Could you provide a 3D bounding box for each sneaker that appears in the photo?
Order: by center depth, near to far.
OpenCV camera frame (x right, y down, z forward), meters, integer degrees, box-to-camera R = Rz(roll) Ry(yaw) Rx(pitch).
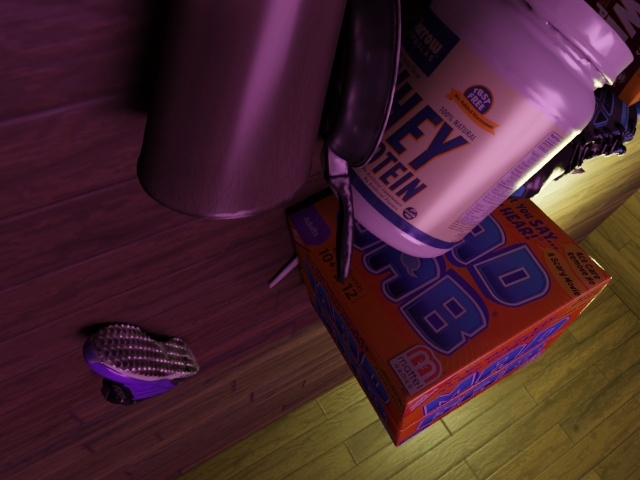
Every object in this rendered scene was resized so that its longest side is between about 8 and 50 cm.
[{"bbox_3d":[0.406,-0.175,0.731,0.341,0.139,0.125,-46,155,-23],"label":"sneaker"},{"bbox_3d":[-0.346,0.244,0.862,0.146,0.102,0.293,-34,156,1],"label":"sneaker"}]

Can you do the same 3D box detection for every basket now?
[{"bbox_3d":[-0.063,-0.158,0.421,0.204,0.154,0.227,-38,159,-41],"label":"basket"}]

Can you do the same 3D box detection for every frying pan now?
[{"bbox_3d":[0.021,-0.128,0.524,0.053,0.197,0.326,1,136,-13],"label":"frying pan"}]

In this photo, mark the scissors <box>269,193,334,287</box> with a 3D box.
[{"bbox_3d":[0.000,0.000,0.939,0.108,0.021,0.297,-10,145,-45],"label":"scissors"}]

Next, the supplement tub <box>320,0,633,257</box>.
[{"bbox_3d":[0.179,-0.160,0.608,0.235,0.236,0.325,-1,140,-50],"label":"supplement tub"}]

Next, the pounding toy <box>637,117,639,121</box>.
[{"bbox_3d":[0.710,-0.323,1.161,0.130,0.100,0.141,-19,153,3],"label":"pounding toy"}]

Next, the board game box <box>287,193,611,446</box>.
[{"bbox_3d":[0.196,0.098,0.880,0.356,0.356,0.356,-28,149,-10],"label":"board game box"}]

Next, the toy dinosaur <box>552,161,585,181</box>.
[{"bbox_3d":[0.427,-0.234,0.946,0.321,0.165,0.218,-20,143,13],"label":"toy dinosaur"}]

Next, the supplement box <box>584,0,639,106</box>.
[{"bbox_3d":[0.482,-0.337,0.707,0.191,0.194,0.129,-25,154,-18],"label":"supplement box"}]
